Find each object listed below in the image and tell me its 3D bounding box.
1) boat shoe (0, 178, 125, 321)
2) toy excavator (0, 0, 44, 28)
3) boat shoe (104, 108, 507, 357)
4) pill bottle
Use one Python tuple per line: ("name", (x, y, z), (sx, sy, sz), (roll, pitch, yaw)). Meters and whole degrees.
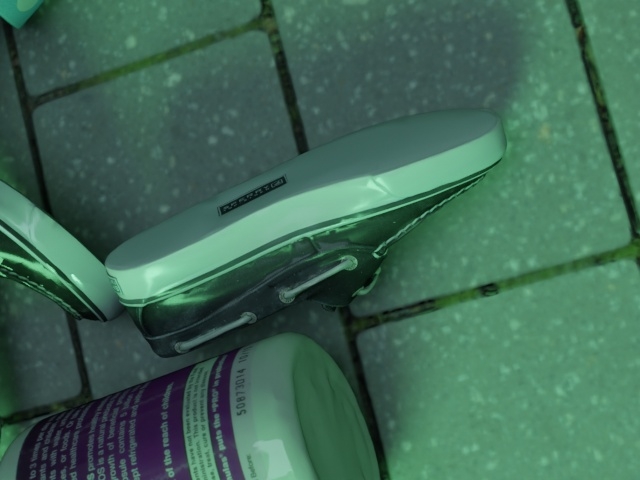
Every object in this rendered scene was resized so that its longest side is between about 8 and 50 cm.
("boat shoe", (-0.288, -0.013, 0.960), (0.306, 0.113, 0.105), (36, 78, -13))
("toy excavator", (-0.239, -0.313, 0.978), (0.433, 0.222, 0.445), (38, 89, 15))
("boat shoe", (0.000, 0.000, 0.925), (0.301, 0.108, 0.102), (-24, 111, 3))
("pill bottle", (-0.121, 0.187, 0.909), (0.302, 0.169, 0.169), (-21, 80, 15))
